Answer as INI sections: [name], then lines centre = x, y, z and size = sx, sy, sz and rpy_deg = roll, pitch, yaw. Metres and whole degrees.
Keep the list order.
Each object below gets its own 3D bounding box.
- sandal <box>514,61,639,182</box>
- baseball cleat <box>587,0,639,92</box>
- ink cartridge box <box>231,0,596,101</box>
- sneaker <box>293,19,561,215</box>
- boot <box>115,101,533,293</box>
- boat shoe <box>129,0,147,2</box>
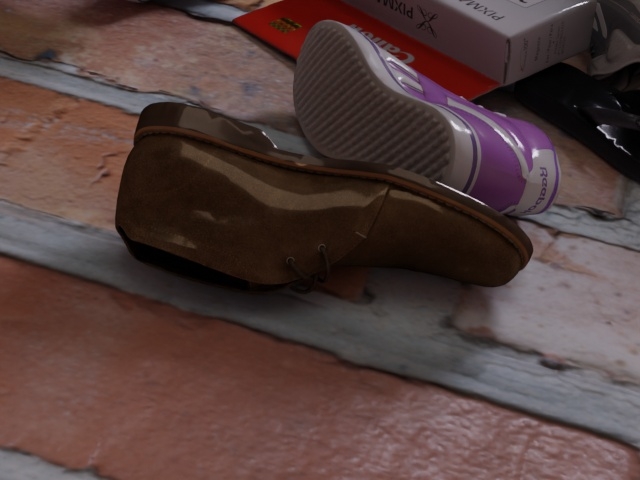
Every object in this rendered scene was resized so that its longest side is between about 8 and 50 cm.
[sandal]
centre = 0.281, -0.110, 1.199
size = 0.254, 0.054, 0.097
rpy_deg = 34, 41, 32
[baseball cleat]
centre = 0.283, -0.199, 1.318
size = 0.072, 0.109, 0.206
rpy_deg = 37, -4, -21
[ink cartridge box]
centre = 0.086, -0.226, 1.290
size = 0.239, 0.060, 0.275
rpy_deg = -26, 44, -33
[sneaker]
centre = 0.091, -0.093, 1.115
size = 0.161, 0.102, 0.282
rpy_deg = 7, 27, -34
[boot]
centre = 0.000, 0.000, 0.962
size = 0.305, 0.112, 0.115
rpy_deg = 15, 64, 0
[boat shoe]
centre = -0.127, -0.283, 1.350
size = 0.083, 0.065, 0.183
rpy_deg = 17, 32, 19
